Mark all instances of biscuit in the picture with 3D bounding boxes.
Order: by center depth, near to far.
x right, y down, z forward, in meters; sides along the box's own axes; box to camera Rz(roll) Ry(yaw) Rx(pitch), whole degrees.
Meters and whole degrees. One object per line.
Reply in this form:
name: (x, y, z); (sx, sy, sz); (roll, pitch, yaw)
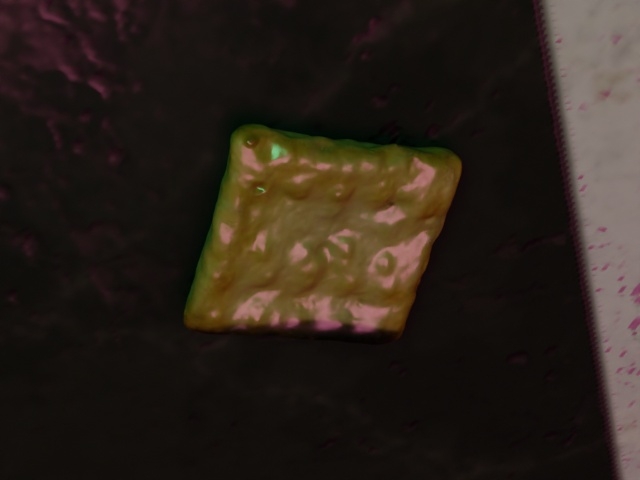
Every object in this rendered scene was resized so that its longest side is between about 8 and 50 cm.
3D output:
biscuit: (0.000, 0.000, 0.448); (0.083, 0.018, 0.081); (4, 122, -21)
